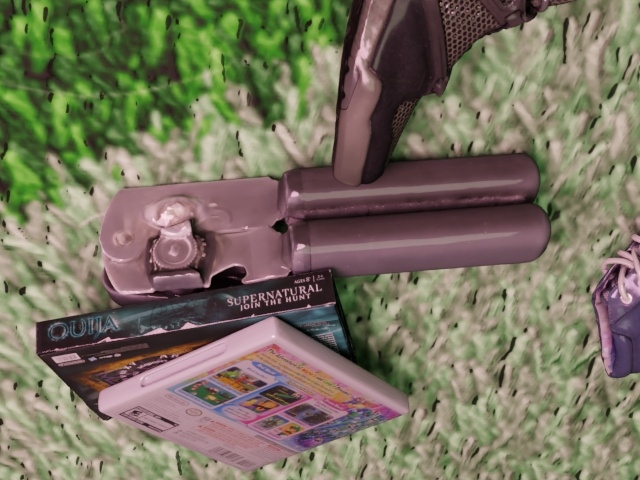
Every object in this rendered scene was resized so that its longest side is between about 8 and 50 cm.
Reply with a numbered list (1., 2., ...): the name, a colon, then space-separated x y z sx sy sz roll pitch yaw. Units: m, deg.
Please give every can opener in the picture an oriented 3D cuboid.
1. can opener: 0.000 0.000 0.731 0.283 0.076 0.095 -4 151 -3

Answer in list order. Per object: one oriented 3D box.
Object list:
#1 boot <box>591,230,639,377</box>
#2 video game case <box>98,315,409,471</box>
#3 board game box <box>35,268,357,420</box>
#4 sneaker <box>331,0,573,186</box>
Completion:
1. boot: 0.225 0.013 0.744 0.086 0.069 0.190 -13 121 -1
2. video game case: -0.041 0.107 0.751 0.143 0.019 0.157 -25 143 25
3. board game box: -0.074 0.072 0.737 0.186 0.026 0.126 -10 151 4
4. sneaker: 0.081 -0.125 0.643 0.130 0.087 0.227 16 109 -7
